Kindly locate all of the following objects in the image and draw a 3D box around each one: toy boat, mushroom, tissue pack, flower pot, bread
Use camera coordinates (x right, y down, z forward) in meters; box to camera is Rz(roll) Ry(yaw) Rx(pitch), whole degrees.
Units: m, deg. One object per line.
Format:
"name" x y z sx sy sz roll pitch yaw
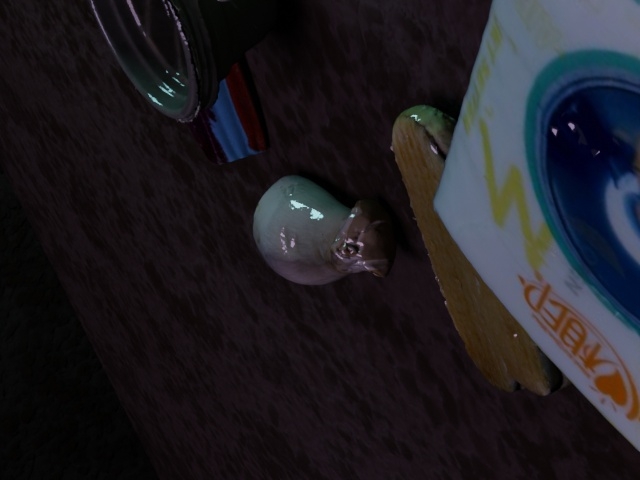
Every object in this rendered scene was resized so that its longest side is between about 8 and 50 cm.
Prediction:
"toy boat" -0.160 -0.256 1.499 0.136 0.079 0.392 28 148 52
"mushroom" 0.000 0.000 1.456 0.225 0.093 0.116 -151 55 -63
"tissue pack" 0.216 -0.049 0.742 0.287 0.162 0.388 50 159 20
"flower pot" -0.129 -0.244 1.325 0.235 0.140 0.235 46 156 28
"bread" 0.153 0.021 1.163 0.207 0.056 0.286 34 150 56
